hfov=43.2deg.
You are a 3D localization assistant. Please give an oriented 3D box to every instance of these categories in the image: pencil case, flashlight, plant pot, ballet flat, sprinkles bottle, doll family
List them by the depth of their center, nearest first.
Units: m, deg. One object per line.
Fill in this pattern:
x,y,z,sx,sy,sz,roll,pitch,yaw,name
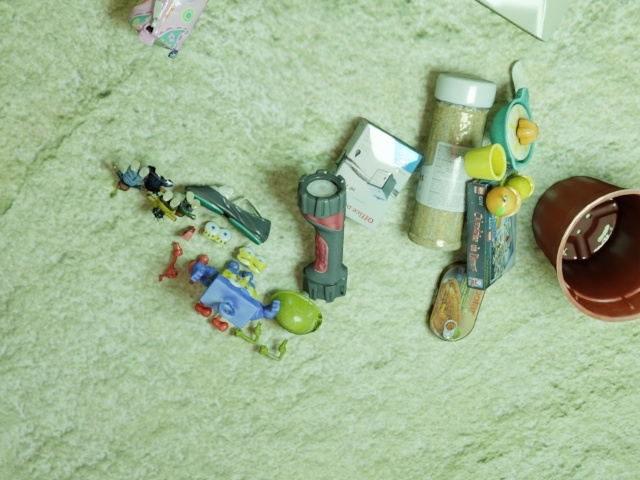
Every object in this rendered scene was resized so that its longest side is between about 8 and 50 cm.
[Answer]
-0.257,-0.496,1.527,0.124,0.124,0.284,31,102,-13,pencil case
-0.341,-0.099,1.665,0.193,0.111,0.076,49,61,-11,doll family
0.000,0.000,1.669,0.103,0.103,0.304,-24,140,-26,flashlight
0.270,-0.161,1.677,0.121,0.121,0.356,7,107,-7,sprinkles bottle
0.578,-0.008,1.678,0.272,0.265,0.273,-1,108,-4,plant pot
-0.188,-0.071,1.702,0.203,0.074,0.074,35,102,-8,ballet flat

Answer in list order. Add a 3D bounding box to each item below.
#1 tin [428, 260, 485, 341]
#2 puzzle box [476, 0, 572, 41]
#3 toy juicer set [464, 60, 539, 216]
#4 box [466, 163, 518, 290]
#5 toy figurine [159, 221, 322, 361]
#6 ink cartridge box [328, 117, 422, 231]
0.308,0.137,1.822,0.106,0.040,0.190,14,106,-5,tin
0.347,-0.610,1.577,0.408,0.052,0.272,28,104,-13,puzzle box
0.406,-0.188,1.624,0.089,0.329,0.209,-1,134,38,toy juicer set
0.364,-0.030,1.709,0.044,0.159,0.233,12,115,35,box
-0.175,0.144,1.675,0.362,0.217,0.191,39,103,-10,toy figurine
0.101,-0.137,1.693,0.139,0.082,0.191,29,102,-13,ink cartridge box
